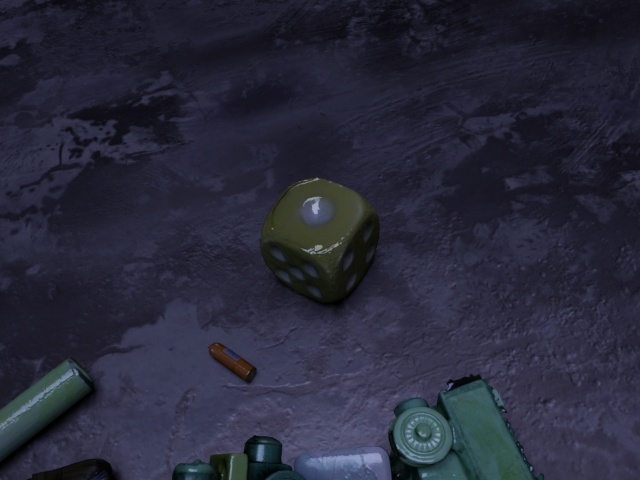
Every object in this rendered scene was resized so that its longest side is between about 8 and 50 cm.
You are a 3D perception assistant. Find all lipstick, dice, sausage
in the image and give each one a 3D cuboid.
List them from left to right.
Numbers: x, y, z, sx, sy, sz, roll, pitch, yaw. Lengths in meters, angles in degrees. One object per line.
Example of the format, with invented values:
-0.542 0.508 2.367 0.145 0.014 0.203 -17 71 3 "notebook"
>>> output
-0.530 0.322 1.067 0.304 0.076 0.076 -40 59 -18 "lipstick"
-0.162 0.213 1.121 0.107 0.031 0.031 29 63 26 "sausage"
0.000 0.000 1.166 0.169 0.169 0.166 26 61 23 "dice"

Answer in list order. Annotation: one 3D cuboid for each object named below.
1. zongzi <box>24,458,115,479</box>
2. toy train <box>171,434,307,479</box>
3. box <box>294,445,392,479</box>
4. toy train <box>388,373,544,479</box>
-0.402 0.469 0.937 0.221 0.112 0.242 -17 71 -13 "zongzi"
-0.135 0.440 0.805 0.237 0.150 0.369 11 67 -22 "toy train"
0.042 0.441 0.876 0.142 0.044 0.285 -8 72 8 "box"
0.206 0.343 0.911 0.188 0.159 0.272 -15 50 -8 "toy train"
